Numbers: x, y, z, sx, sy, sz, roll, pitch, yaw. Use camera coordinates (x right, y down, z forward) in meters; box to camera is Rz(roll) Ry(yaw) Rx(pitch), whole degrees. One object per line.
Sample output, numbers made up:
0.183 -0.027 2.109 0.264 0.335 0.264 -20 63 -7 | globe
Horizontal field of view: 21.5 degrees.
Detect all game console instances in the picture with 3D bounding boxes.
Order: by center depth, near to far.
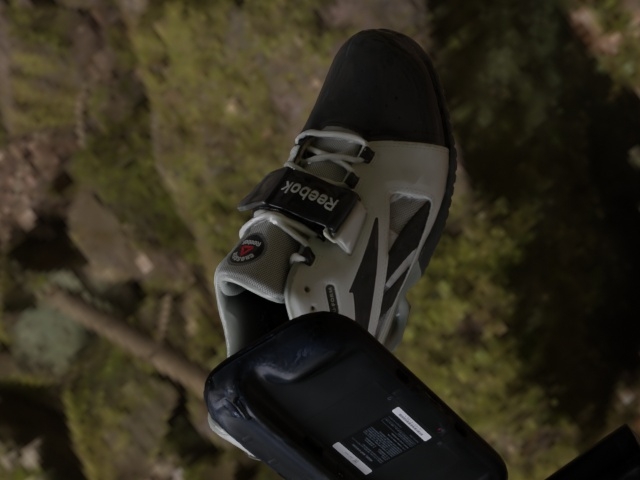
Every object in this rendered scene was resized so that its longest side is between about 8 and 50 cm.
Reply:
0.085 0.155 1.038 0.361 0.213 0.044 43 -164 -34 | game console

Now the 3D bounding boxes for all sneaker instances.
0.000 0.000 1.203 0.122 0.330 0.146 7 175 40 | sneaker
